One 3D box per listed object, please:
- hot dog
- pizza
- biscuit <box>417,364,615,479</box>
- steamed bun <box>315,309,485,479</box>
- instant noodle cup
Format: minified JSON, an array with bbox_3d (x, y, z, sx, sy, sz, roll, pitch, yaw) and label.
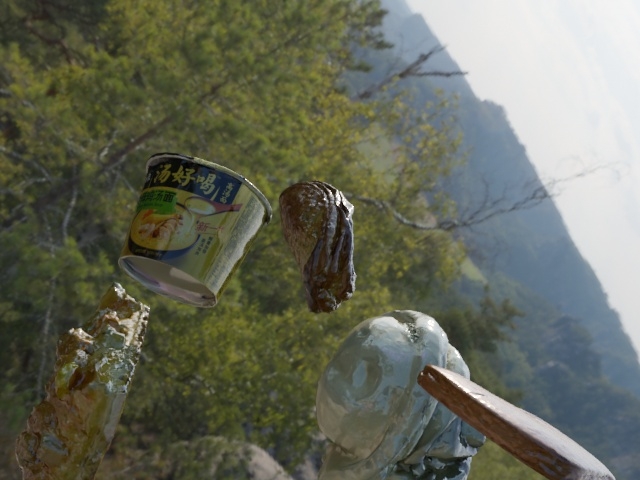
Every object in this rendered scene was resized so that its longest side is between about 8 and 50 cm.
[{"bbox_3d":[0.003,0.001,1.266,0.259,0.114,0.175,-110,-166,-52],"label":"hot dog"},{"bbox_3d":[-0.272,0.205,0.810,0.087,0.269,0.258,20,11,-11],"label":"pizza"},{"bbox_3d":[0.198,0.187,0.746,0.186,0.036,0.192,31,0,39],"label":"biscuit"},{"bbox_3d":[0.150,0.300,1.230,0.339,0.247,0.352,-6,109,-61],"label":"steamed bun"},{"bbox_3d":[-0.142,-0.005,0.801,0.151,0.151,0.122,46,58,-47],"label":"instant noodle cup"}]
